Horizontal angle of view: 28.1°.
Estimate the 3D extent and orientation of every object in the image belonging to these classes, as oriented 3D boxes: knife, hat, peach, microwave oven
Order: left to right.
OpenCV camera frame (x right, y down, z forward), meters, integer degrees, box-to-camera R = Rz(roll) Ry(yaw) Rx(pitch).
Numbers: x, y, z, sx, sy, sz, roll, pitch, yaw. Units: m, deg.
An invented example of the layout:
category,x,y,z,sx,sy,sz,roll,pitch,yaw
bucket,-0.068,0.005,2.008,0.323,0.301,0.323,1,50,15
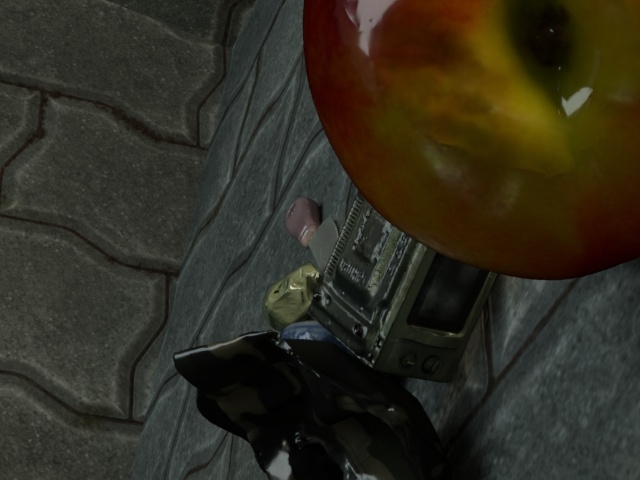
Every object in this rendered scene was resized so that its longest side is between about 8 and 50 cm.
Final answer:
category,x,y,z,sx,sy,sz,roll,pitch,yaw
hat,-0.051,0.086,2.055,0.166,0.081,0.122,-143,63,-81
knife,0.001,-0.003,2.108,0.081,0.043,0.336,-61,21,10
hat,0.015,0.238,1.382,0.257,0.366,0.381,-33,-7,8
microwave oven,0.092,0.024,1.362,0.163,0.129,0.205,36,107,48
peach,0.167,-0.168,0.973,0.388,0.388,0.388,-160,90,-77

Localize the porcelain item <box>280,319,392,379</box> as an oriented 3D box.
category,x,y,z,sx,sy,sz,roll,pitch,yaw
porcelain item,0.009,0.175,1.533,0.147,0.147,0.114,134,153,-61
